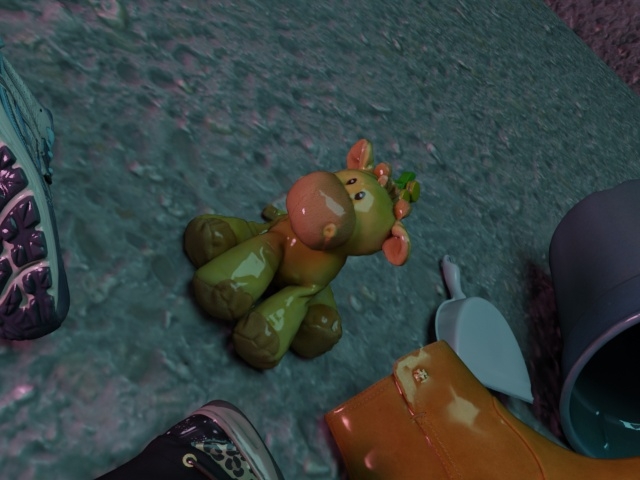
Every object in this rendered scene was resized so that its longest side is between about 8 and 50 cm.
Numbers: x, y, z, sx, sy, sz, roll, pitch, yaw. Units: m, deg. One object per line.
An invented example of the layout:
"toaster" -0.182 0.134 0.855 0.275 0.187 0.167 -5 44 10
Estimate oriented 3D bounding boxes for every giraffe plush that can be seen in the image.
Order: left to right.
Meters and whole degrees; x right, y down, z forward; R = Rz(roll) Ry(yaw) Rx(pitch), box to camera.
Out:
"giraffe plush" 0.000 0.000 0.652 0.181 0.170 0.210 54 36 5

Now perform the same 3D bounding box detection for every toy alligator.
"toy alligator" 0.081 -0.041 0.878 0.190 0.056 0.051 -37 128 -54

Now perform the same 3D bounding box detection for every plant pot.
"plant pot" 0.478 0.100 0.959 0.341 0.341 0.334 36 31 -19

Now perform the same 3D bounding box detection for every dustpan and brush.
"dustpan and brush" 0.190 0.099 0.871 0.147 0.060 0.211 24 50 -33

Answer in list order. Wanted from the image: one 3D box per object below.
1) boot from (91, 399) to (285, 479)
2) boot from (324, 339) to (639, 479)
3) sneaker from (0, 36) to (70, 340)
"boot" -0.077 0.235 0.442 0.179 0.085 0.236 -14 63 -49
"boot" 0.169 0.182 0.629 0.295 0.104 0.211 -20 66 -11
"sneaker" -0.239 -0.064 0.517 0.283 0.110 0.122 65 19 7
